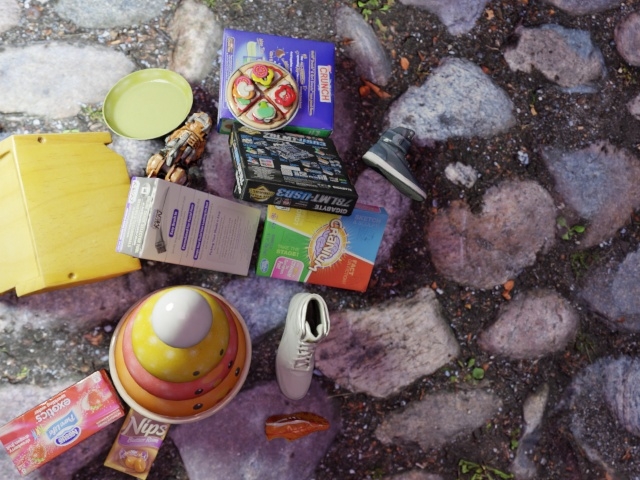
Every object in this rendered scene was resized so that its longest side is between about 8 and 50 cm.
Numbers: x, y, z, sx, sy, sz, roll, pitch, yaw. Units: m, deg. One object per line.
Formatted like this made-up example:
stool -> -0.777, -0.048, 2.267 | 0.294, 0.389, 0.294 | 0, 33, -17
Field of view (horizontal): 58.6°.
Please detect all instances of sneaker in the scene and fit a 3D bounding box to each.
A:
sneaker -> -0.063, 0.503, 1.534 | 0.175, 0.064, 0.067 | 1, 102, -9
sneaker -> 0.260, -0.237, 1.698 | 0.226, 0.086, 0.163 | 39, 78, -4
sneaker -> -0.048, 0.281, 1.506 | 0.108, 0.169, 0.292 | 7, 82, -15

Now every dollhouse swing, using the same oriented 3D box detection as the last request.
dollhouse swing -> -0.661, -0.045, 1.401 | 0.315, 0.305, 0.346 | -12, 84, -40

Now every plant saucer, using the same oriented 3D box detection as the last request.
plant saucer -> -0.458, -0.359, 1.529 | 0.241, 0.037, 0.240 | -1, 64, 2

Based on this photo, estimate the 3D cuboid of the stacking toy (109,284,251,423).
stacking toy -> -0.315, 0.219, 1.268 | 0.351, 0.480, 0.350 | 4, 70, -10

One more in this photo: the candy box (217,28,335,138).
candy box -> -0.124, -0.431, 1.615 | 0.318, 0.122, 0.268 | 4, 79, -12

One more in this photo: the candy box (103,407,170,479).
candy box -> -0.450, 0.489, 1.437 | 0.109, 0.053, 0.186 | 25, 75, -9

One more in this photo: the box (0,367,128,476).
box -> -0.611, 0.428, 1.369 | 0.257, 0.123, 0.128 | -30, 91, -16

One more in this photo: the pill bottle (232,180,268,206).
pill bottle -> -0.123, -0.151, 1.573 | 0.219, 0.123, 0.122 | 13, 79, -11

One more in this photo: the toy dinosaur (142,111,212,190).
toy dinosaur -> -0.394, -0.186, 1.463 | 0.322, 0.218, 0.164 | -37, 92, -15

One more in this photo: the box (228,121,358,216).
box -> -0.078, -0.191, 1.479 | 0.296, 0.073, 0.293 | 6, 36, -22

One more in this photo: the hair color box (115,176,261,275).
hair color box -> -0.315, -0.027, 1.414 | 0.339, 0.110, 0.185 | 17, 84, -52

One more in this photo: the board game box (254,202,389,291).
board game box -> 0.000, 0.000, 1.552 | 0.317, 0.064, 0.242 | 9, 112, -12

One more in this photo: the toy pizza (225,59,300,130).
toy pizza -> -0.151, -0.391, 1.521 | 0.202, 0.032, 0.201 | 2, 80, -13
